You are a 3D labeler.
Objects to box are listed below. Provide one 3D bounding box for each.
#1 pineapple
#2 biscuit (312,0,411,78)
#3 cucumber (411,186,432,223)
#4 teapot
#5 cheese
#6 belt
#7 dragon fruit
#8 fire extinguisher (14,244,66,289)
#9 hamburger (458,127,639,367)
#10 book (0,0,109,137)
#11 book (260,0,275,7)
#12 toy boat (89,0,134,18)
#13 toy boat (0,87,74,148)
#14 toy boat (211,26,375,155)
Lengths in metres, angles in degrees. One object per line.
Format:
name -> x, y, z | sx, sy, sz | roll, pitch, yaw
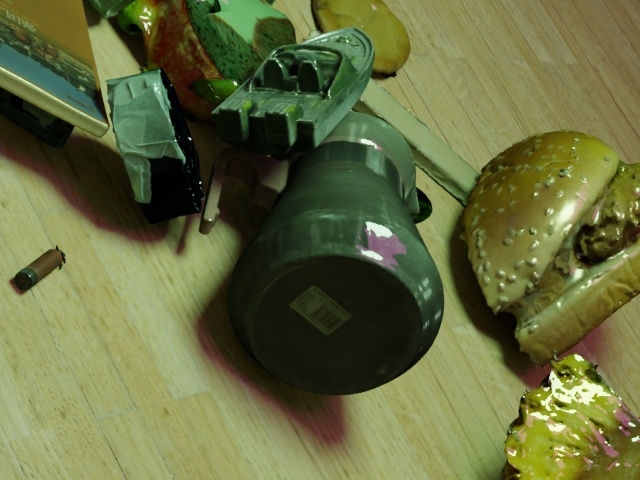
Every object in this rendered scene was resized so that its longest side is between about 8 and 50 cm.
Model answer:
pineapple -> 0.323, 0.362, 1.977 | 0.344, 0.286, 0.209 | 51, -15, 12
biscuit -> 0.067, -0.352, 2.458 | 0.203, 0.041, 0.260 | 46, 29, -9
cucumber -> 0.075, -0.073, 2.149 | 0.241, 0.074, 0.074 | 20, 43, -46
teapot -> 0.000, 0.000, 1.836 | 0.300, 0.253, 0.344 | 20, 31, -10
cheese -> 0.121, -0.184, 2.365 | 0.400, 0.034, 0.085 | 38, 38, -21
belt -> -0.193, -0.110, 1.736 | 0.151, 0.078, 0.198 | -101, 176, -47
dragon fruit -> -0.131, -0.259, 2.023 | 0.295, 0.130, 0.268 | 25, 45, -38
fire extinguisher -> -0.296, 0.030, 1.596 | 0.083, 0.022, 0.028 | -47, 136, -60
hamburger -> 0.397, -0.034, 2.309 | 0.268, 0.287, 0.445 | 54, 26, -11
book -> -0.376, -0.282, 1.734 | 0.262, 0.028, 0.374 | 30, 25, -33
book -> -0.077, -0.569, 2.252 | 0.260, 0.043, 0.371 | 51, 55, -41
toy boat -> -0.307, -0.415, 1.981 | 0.293, 0.093, 0.055 | 63, 15, 22
toy boat -> -0.342, -0.163, 1.701 | 0.141, 0.060, 0.055 | 35, 69, -24
toy boat -> -0.016, -0.205, 1.905 | 0.319, 0.141, 0.092 | -51, 141, -51
